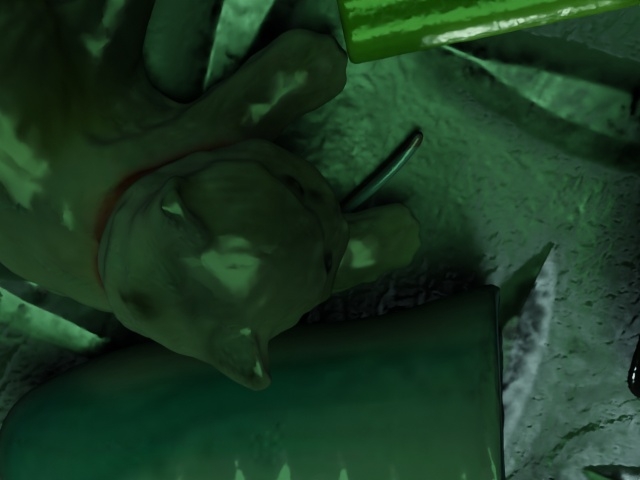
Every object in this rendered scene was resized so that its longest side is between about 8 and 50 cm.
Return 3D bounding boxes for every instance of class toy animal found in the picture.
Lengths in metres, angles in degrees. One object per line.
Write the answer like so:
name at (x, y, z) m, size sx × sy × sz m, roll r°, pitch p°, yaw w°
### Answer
toy animal at (-0.119, -0.056, 0.709) m, size 0.266 × 0.188 × 0.307 m, roll -10°, pitch 117°, yaw 20°

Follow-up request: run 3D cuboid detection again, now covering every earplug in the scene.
earplug at (-0.045, 0.127, 0.806) m, size 0.324 × 0.185 × 0.185 m, roll -3°, pitch 113°, yaw 10°

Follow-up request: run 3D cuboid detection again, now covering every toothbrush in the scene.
toothbrush at (0.000, 0.000, 0.822) m, size 0.019 × 0.013 × 0.193 m, roll 36°, pitch 108°, yaw -21°

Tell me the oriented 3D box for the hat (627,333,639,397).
hat at (0.317, -0.011, 0.759) m, size 0.238 × 0.208 × 0.336 m, roll 17°, pitch 152°, yaw 2°

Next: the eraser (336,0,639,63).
eraser at (0.129, -0.225, 0.688) m, size 0.274 × 0.092 × 0.210 m, roll -10°, pitch 113°, yaw 5°
